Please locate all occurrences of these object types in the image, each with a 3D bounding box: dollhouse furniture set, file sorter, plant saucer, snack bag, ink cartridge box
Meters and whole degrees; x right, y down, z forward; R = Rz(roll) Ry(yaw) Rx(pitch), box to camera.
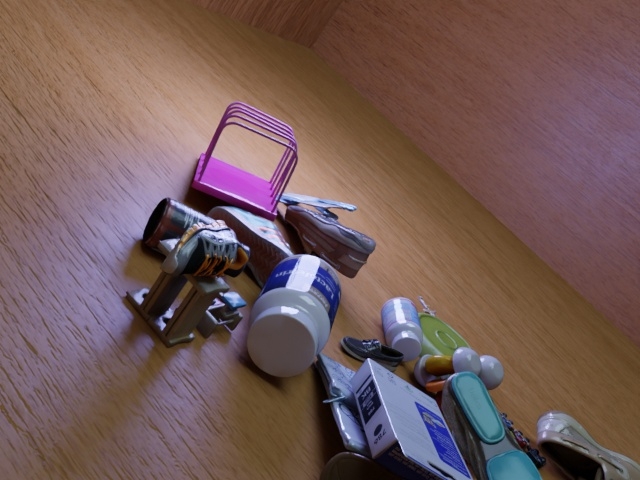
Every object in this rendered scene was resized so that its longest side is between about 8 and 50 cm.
[{"bbox_3d":[-0.213,0.082,1.370,0.129,0.129,0.184,45,23,20],"label":"dollhouse furniture set"},{"bbox_3d":[-0.170,-0.202,1.874,0.202,0.182,0.290,24,15,-12],"label":"file sorter"},{"bbox_3d":[0.305,0.258,1.956,0.241,0.037,0.241,32,22,-14],"label":"plant saucer"},{"bbox_3d":[0.142,0.346,1.417,0.323,0.037,0.342,33,9,-14],"label":"snack bag"},{"bbox_3d":[0.148,0.321,1.280,0.165,0.065,0.332,35,9,-13],"label":"ink cartridge box"}]

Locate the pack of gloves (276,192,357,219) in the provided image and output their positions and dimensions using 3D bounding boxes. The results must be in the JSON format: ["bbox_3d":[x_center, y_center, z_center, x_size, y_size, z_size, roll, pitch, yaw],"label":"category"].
[{"bbox_3d":[-0.035,-0.086,2.053,0.232,0.046,0.195,12,9,30],"label":"pack of gloves"}]

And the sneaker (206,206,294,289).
[{"bbox_3d":[-0.106,0.024,1.693,0.302,0.108,0.121,42,26,17],"label":"sneaker"}]

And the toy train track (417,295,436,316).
[{"bbox_3d":[0.290,0.178,2.135,0.048,0.014,0.083,18,27,-41],"label":"toy train track"}]

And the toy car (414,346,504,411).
[{"bbox_3d":[0.302,0.317,1.716,0.182,0.159,0.136,23,60,-35],"label":"toy car"}]

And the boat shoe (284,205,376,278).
[{"bbox_3d":[0.000,0.000,1.904,0.123,0.116,0.324,18,7,-35],"label":"boat shoe"}]

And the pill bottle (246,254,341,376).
[{"bbox_3d":[-0.049,0.139,1.480,0.153,0.153,0.264,35,21,-5],"label":"pill bottle"}]

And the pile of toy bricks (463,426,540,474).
[{"bbox_3d":[0.329,0.426,1.583,0.105,0.118,0.212,-31,85,-38],"label":"pile of toy bricks"}]

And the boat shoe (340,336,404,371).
[{"bbox_3d":[0.112,0.233,1.683,0.152,0.049,0.056,25,24,-29],"label":"boat shoe"}]

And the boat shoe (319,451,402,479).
[{"bbox_3d":[0.143,0.460,1.203,0.342,0.123,0.123,33,-12,20],"label":"boat shoe"}]

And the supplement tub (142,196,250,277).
[{"bbox_3d":[-0.238,0.003,1.534,0.198,0.106,0.106,28,22,-23],"label":"supplement tub"}]

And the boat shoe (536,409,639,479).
[{"bbox_3d":[0.630,0.536,1.797,0.341,0.121,0.110,36,34,1],"label":"boat shoe"}]

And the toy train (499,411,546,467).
[{"bbox_3d":[0.451,0.454,1.795,0.036,0.027,0.158,-7,47,-47],"label":"toy train"}]

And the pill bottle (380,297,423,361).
[{"bbox_3d":[0.189,0.206,1.812,0.087,0.087,0.160,31,22,-17],"label":"pill bottle"}]

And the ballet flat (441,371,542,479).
[{"bbox_3d":[0.316,0.412,1.473,0.116,0.124,0.342,-12,54,-23],"label":"ballet flat"}]

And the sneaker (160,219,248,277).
[{"bbox_3d":[-0.179,0.023,1.257,0.083,0.084,0.215,44,21,6],"label":"sneaker"}]
